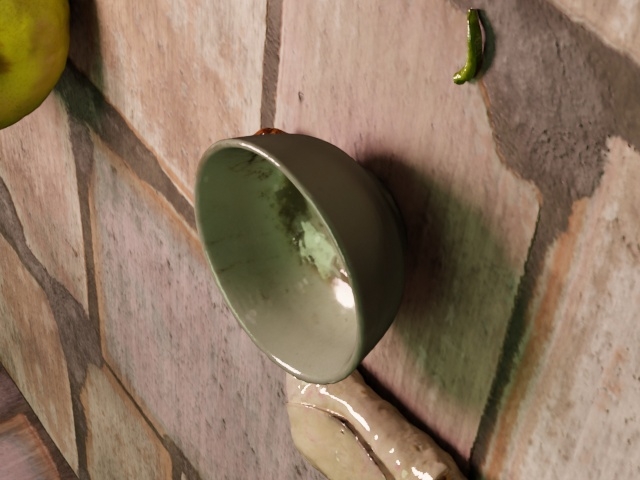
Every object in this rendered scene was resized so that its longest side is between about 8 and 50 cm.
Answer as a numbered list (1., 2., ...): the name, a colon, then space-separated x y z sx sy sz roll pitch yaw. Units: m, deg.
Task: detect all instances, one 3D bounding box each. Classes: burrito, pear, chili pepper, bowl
1. burrito: 0.062 0.249 1.502 0.299 0.105 0.143 39 133 43
2. pear: -0.571 -0.345 1.886 0.391 0.391 0.391 41 144 40
3. chili pepper: 0.134 -0.172 1.129 0.030 0.017 0.083 51 150 29
4. bowl: 0.000 0.000 1.359 0.289 0.146 0.289 35 139 38

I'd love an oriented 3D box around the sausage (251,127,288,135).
1. sausage: -0.049 -0.046 1.494 0.076 0.076 0.197 34 138 46
